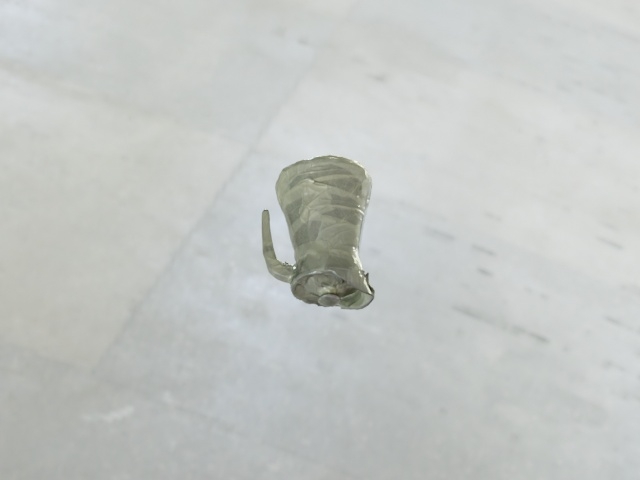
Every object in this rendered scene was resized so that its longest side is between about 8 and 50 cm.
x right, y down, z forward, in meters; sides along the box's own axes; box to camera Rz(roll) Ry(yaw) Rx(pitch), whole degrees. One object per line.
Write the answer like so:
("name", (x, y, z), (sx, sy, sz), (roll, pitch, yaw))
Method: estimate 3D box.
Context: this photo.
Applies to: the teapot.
("teapot", (0.000, 0.000, 0.913), (0.067, 0.057, 0.083), (-6, 59, 0))
